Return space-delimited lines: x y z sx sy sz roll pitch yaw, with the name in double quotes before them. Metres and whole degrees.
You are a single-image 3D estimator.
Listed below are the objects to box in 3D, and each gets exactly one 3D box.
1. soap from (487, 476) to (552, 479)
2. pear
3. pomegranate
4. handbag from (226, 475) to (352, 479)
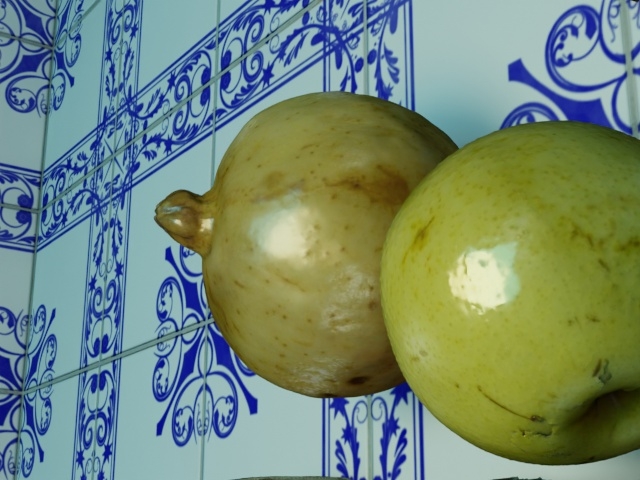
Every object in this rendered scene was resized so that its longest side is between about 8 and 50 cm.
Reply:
"soap" 0.181 0.363 0.956 0.446 0.156 0.261 -90 -14 -83
"pear" 0.224 0.051 1.010 0.348 0.348 0.348 -24 60 52
"pomegranate" 0.000 0.000 1.296 0.410 0.410 0.410 -24 60 52
"handbag" 0.013 0.423 1.303 0.358 0.237 0.160 20 95 57
